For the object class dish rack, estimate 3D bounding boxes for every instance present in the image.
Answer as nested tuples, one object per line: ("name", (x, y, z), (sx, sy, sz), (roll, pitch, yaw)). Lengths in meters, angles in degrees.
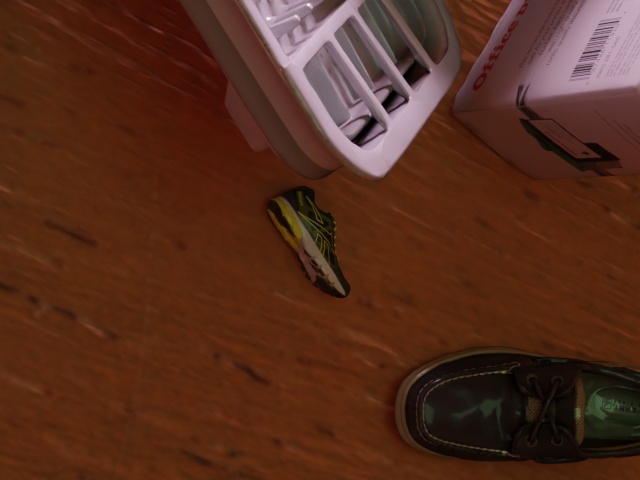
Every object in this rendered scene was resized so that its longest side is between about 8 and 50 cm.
("dish rack", (-0.044, -0.201, 1.135), (0.333, 0.072, 0.285), (59, 27, -12))

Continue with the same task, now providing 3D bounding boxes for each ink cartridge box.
("ink cartridge box", (0.208, -0.130, 1.230), (0.092, 0.219, 0.160), (37, 74, -22))

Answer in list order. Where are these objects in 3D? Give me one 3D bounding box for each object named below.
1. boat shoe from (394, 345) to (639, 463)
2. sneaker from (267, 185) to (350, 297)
("boat shoe", (0.162, 0.114, 1.276), (0.223, 0.073, 0.080), (3, 86, -25))
("sneaker", (0.000, 0.000, 1.230), (0.035, 0.031, 0.083), (-38, 103, -22))
